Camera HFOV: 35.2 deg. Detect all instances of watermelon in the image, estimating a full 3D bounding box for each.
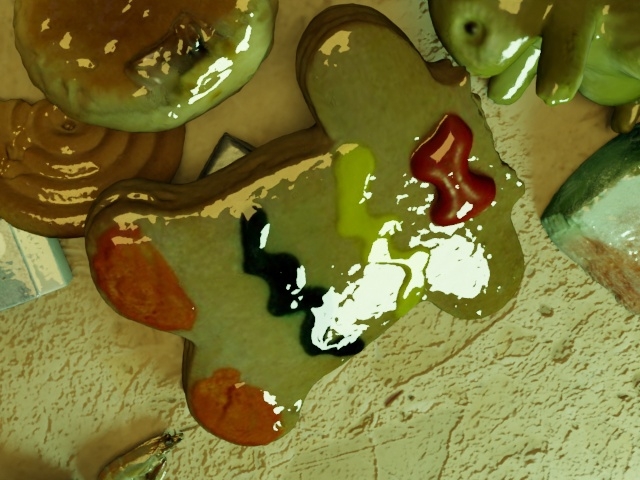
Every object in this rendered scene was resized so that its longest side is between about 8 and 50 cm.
[{"bbox_3d":[0.351,0.017,1.040,0.154,0.094,0.241,-38,104,10],"label":"watermelon"}]

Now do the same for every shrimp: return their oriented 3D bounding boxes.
[{"bbox_3d":[-0.183,0.241,1.057,0.108,0.023,0.059,-30,110,0],"label":"shrimp"}]

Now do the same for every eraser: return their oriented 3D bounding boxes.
[{"bbox_3d":[-0.362,0.038,0.991,0.212,0.046,0.092,-20,101,-1],"label":"eraser"}]

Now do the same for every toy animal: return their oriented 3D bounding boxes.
[{"bbox_3d":[0.186,-0.207,0.937,0.363,0.181,0.180,6,91,-7],"label":"toy animal"}]

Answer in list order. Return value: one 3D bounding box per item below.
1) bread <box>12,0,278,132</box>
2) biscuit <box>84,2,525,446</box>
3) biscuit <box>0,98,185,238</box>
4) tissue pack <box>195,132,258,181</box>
[{"bbox_3d":[-0.150,-0.212,0.914,0.244,0.134,0.244,0,93,7],"label":"bread"},{"bbox_3d":[0.000,0.000,0.943,0.394,0.076,0.368,-30,123,0],"label":"biscuit"},{"bbox_3d":[-0.249,-0.073,0.965,0.224,0.033,0.144,8,72,-4],"label":"biscuit"},{"bbox_3d":[-0.084,-0.014,1.006,0.112,0.051,0.156,29,96,-12],"label":"tissue pack"}]
